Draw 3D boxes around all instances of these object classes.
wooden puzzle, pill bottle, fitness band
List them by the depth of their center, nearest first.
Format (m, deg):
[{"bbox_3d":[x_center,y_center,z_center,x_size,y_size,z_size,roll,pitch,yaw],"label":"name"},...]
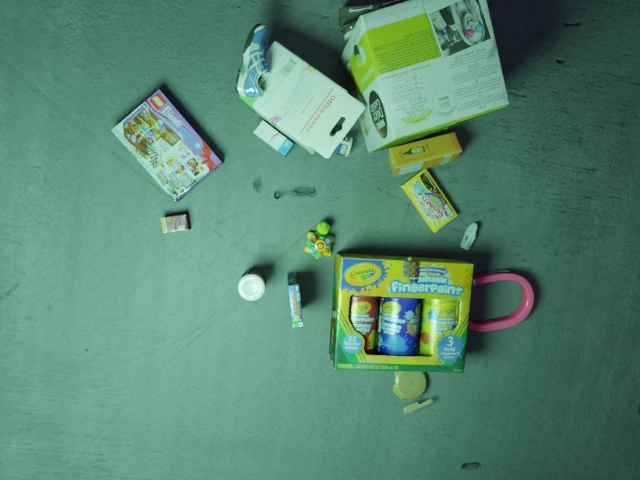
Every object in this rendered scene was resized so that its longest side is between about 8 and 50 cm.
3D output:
[{"bbox_3d":[0.285,0.094,1.281,0.049,0.006,0.084,4,90,-5],"label":"wooden puzzle"},{"bbox_3d":[-0.222,0.139,1.325,0.085,0.152,0.086,-1,97,-5],"label":"pill bottle"},{"bbox_3d":[0.041,-0.326,1.339,0.120,0.067,0.067,15,95,-6],"label":"pill bottle"},{"bbox_3d":[0.625,0.219,1.460,0.290,0.054,0.209,-10,97,-3],"label":"fitness band"}]

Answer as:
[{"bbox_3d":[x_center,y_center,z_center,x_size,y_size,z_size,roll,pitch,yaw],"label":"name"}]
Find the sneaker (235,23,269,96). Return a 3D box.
[{"bbox_3d":[-0.185,-0.522,1.184,0.081,0.080,0.212,15,99,3],"label":"sneaker"}]

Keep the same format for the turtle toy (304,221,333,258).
[{"bbox_3d":[0.000,0.000,1.373,0.095,0.066,0.131,9,96,-6],"label":"turtle toy"}]

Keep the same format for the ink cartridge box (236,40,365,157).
[{"bbox_3d":[-0.053,-0.418,1.256,0.353,0.119,0.207,38,92,7],"label":"ink cartridge box"}]

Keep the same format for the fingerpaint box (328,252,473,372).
[{"bbox_3d":[0.265,0.240,1.371,0.443,0.163,0.372,4,94,-5],"label":"fingerpaint box"}]

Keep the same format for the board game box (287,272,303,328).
[{"bbox_3d":[-0.084,0.190,1.319,0.035,0.201,0.137,-7,98,-5],"label":"board game box"}]

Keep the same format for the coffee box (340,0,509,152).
[{"bbox_3d":[0.287,-0.483,1.207,0.337,0.337,0.335,-18,98,-3],"label":"coffee box"}]

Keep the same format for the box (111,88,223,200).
[{"bbox_3d":[-0.487,-0.301,1.300,0.200,0.057,0.293,-40,98,1],"label":"box"}]

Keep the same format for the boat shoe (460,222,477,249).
[{"bbox_3d":[0.536,-0.013,1.439,0.035,0.035,0.100,24,90,-35],"label":"boat shoe"}]

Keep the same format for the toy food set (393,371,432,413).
[{"bbox_3d":[0.326,0.519,1.480,0.132,0.038,0.192,-17,87,-8],"label":"toy food set"}]

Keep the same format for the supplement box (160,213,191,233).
[{"bbox_3d":[-0.478,-0.057,1.336,0.083,0.043,0.055,-7,97,-3],"label":"supplement box"}]

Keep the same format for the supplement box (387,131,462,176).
[{"bbox_3d":[0.347,-0.289,1.358,0.233,0.080,0.078,-14,74,-5],"label":"supplement box"}]

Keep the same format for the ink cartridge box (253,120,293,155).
[{"bbox_3d":[-0.151,-0.328,1.311,0.122,0.088,0.052,35,93,-8],"label":"ink cartridge box"}]

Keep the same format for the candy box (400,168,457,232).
[{"bbox_3d":[0.381,-0.139,1.411,0.105,0.027,0.206,-37,98,2],"label":"candy box"}]

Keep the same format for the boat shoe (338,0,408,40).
[{"bbox_3d":[0.219,-0.741,1.287,0.334,0.112,0.096,-19,102,1],"label":"boat shoe"}]
